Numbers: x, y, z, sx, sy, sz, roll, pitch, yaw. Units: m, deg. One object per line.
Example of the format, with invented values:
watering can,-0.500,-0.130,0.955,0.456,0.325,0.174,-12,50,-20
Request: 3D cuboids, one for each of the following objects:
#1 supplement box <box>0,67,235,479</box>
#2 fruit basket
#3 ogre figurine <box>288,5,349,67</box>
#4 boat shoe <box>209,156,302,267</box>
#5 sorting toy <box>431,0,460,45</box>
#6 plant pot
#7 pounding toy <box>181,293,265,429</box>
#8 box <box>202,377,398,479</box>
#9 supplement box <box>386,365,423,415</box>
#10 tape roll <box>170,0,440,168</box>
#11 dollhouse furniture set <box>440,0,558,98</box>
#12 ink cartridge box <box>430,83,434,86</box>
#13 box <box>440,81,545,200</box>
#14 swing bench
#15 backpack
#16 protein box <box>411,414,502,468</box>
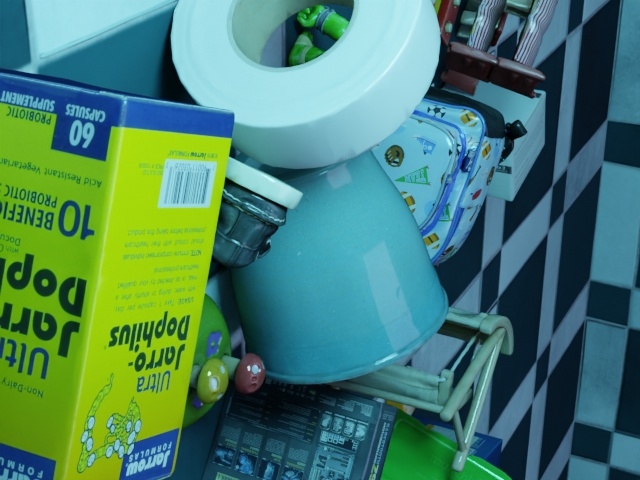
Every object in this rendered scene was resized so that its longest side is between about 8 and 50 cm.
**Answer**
supplement box,-0.231,0.036,1.148,0.195,0.194,0.356,-4,105,-65
fruit basket,0.147,0.516,2.077,0.283,0.392,0.392,-47,142,-49
ogre figurine,0.012,-0.206,1.666,0.097,0.118,0.197,39,67,-64
boat shoe,-0.110,-0.029,1.344,0.127,0.340,0.113,25,89,-21
sorting toy,0.166,-0.436,1.929,0.257,0.089,0.255,39,66,-64
plant pot,0.000,0.000,1.600,0.271,0.272,0.255,-46,127,-50
pounding toy,-0.138,0.135,1.514,0.183,0.110,0.237,-53,147,-44
box,-0.030,0.276,1.673,0.059,0.233,0.183,26,77,-60
supplement box,0.157,0.287,2.344,0.098,0.036,0.062,-53,147,-44
tape roll,-0.017,-0.225,1.390,0.286,0.286,0.100,-70,155,-17
dollhouse furniture set,0.296,-0.330,2.058,0.374,0.152,0.201,76,34,-84
ink cartridge box,0.159,-0.226,2.097,0.083,0.028,0.048,-44,140,-51
box,0.276,-0.179,2.192,0.182,0.181,0.119,-54,147,-41
swing bench,0.138,0.185,1.979,0.254,0.253,0.165,-62,152,-32
backpack,0.114,-0.086,1.804,0.213,0.276,0.263,-20,126,-57
protein box,0.196,0.425,2.295,0.200,0.201,0.136,-24,123,-61
